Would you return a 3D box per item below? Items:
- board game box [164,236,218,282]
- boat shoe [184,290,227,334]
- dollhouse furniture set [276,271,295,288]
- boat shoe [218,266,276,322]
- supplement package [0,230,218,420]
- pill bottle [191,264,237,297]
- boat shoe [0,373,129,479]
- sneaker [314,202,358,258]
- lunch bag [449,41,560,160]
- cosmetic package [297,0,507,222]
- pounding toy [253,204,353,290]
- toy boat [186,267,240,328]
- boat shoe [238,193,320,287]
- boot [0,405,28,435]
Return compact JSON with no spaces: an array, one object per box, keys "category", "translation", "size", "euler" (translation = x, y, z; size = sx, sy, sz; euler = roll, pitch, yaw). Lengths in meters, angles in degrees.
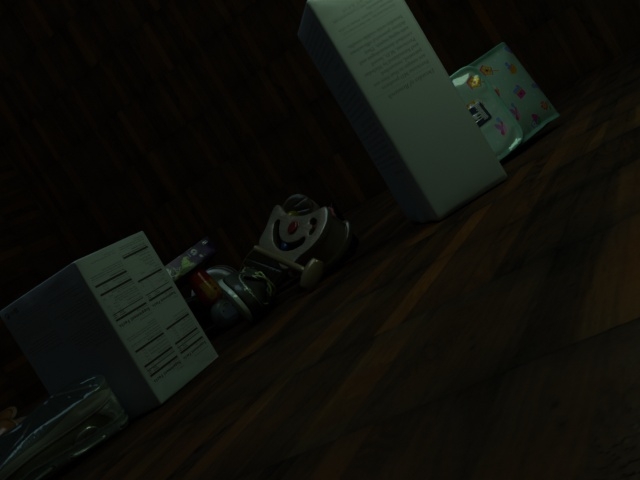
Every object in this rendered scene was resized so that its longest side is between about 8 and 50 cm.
[{"category":"board game box","translation":[-0.393,0.132,1.749],"size":[0.346,0.056,0.208],"euler":[-38,-6,-31]},{"category":"boat shoe","translation":[-0.347,0.207,1.929],"size":[0.324,0.117,0.097],"euler":[-25,2,11]},{"category":"dollhouse furniture set","translation":[-0.097,0.100,2.012],"size":[0.076,0.059,0.151],"euler":[-38,-18,15]},{"category":"boat shoe","translation":[-0.145,0.104,1.650],"size":[0.091,0.109,0.305],"euler":[-36,0,-4]},{"category":"supplement package","translation":[-0.355,0.161,1.345],"size":[0.199,0.263,0.198],"euler":[-29,3,26]},{"category":"pill bottle","translation":[-0.274,0.134,2.148],"size":[0.131,0.131,0.229],"euler":[-31,3,0]},{"category":"boat shoe","translation":[-0.431,0.329,1.158],"size":[0.320,0.103,0.118],"euler":[-40,26,-29]},{"category":"sneaker","translation":[0.000,0.000,1.835],"size":[0.136,0.116,0.314],"euler":[-32,3,10]},{"category":"lunch bag","translation":[0.366,-0.283,1.753],"size":[0.262,0.223,0.160],"euler":[-34,-3,-32]},{"category":"cosmetic package","translation":[0.144,-0.265,1.494],"size":[0.161,0.453,0.230],"euler":[-31,4,-5]},{"category":"pounding toy","translation":[-0.046,-0.015,1.607],"size":[0.154,0.154,0.269],"euler":[-56,34,3]},{"category":"toy boat","translation":[-0.335,0.208,1.749],"size":[0.318,0.148,0.267],"euler":[-39,-2,2]},{"category":"boat shoe","translation":[-0.096,0.033,1.898],"size":[0.302,0.109,0.098],"euler":[-59,-25,1]},{"category":"boot","translation":[-0.754,0.456,1.748],"size":[0.283,0.109,0.220],"euler":[-9,4,44]}]
